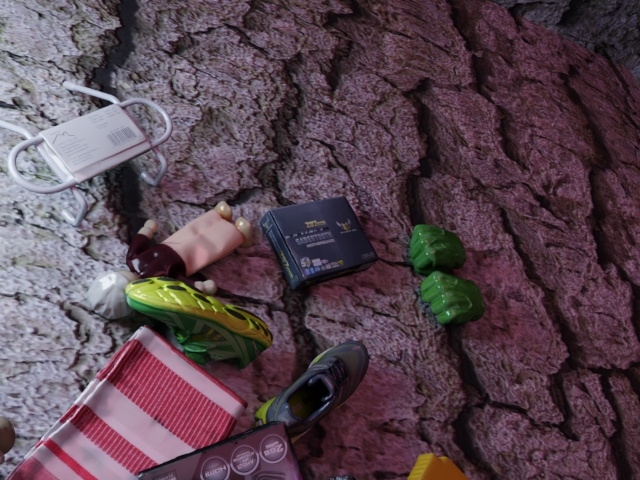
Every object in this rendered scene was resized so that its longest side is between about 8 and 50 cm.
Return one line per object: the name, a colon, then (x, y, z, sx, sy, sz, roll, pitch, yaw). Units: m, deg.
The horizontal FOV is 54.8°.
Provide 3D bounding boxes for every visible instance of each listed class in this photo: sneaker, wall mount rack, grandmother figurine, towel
sneaker: (0.008, 0.284, 1.182, 0.111, 0.121, 0.300, 49, 47, 5)
sneaker: (-0.215, 0.159, 1.093, 0.296, 0.123, 0.109, 31, 5, -34)
wall mount rack: (-0.479, -0.200, 1.206, 0.304, 0.130, 0.350, 50, 47, 2)
grandmother figurine: (-0.283, 0.044, 1.183, 0.208, 0.104, 0.342, 32, 44, 28)
towel: (-0.295, 0.324, 0.978, 0.237, 0.037, 0.329, 40, 58, -4)

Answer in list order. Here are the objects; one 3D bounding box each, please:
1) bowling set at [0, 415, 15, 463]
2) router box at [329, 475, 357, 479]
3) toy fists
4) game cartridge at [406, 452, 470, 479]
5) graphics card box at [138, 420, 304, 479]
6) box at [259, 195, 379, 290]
bowling set: (-0.449, 0.382, 0.778, 0.200, 0.154, 0.286, -26, 83, -25)
router box: (0.059, 0.492, 1.050, 0.179, 0.046, 0.133, 62, 24, -50)
toy fists: (0.299, 0.082, 1.530, 0.142, 0.096, 0.279, 14, 51, -37)
game cartridge: (0.199, 0.544, 0.968, 0.285, 0.053, 0.323, 47, 48, -5)
graphics card box: (-0.108, 0.482, 0.913, 0.233, 0.094, 0.370, -15, 77, -18)
box: (0.000, 0.000, 1.414, 0.233, 0.059, 0.183, -12, 66, -38)
